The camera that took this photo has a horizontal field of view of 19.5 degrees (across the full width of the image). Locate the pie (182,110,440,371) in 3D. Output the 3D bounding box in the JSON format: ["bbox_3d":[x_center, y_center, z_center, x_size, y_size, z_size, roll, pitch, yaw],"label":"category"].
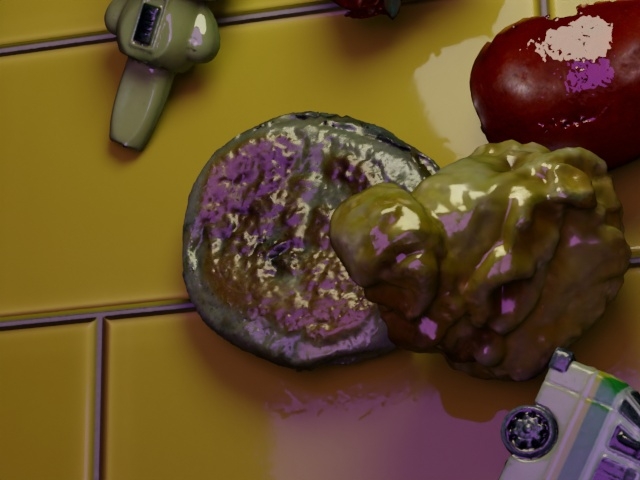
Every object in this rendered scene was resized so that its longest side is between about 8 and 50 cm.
[{"bbox_3d":[-0.007,-0.002,1.945,0.302,0.067,0.303,-5,69,13],"label":"pie"}]

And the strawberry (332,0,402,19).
[{"bbox_3d":[0.067,-0.343,2.002,0.184,0.187,0.201,5,35,-24],"label":"strawberry"}]

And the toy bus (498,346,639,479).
[{"bbox_3d":[0.234,0.258,1.748,0.164,0.133,0.276,23,79,22],"label":"toy bus"}]

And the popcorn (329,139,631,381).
[{"bbox_3d":[0.161,0.030,1.808,0.286,0.174,0.225,-16,110,-14],"label":"popcorn"}]

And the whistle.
[{"bbox_3d":[-0.163,-0.250,2.065,0.141,0.141,0.294,22,109,21],"label":"whistle"}]

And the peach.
[{"bbox_3d":[0.286,-0.151,1.877,0.267,0.159,0.154,-10,74,10],"label":"peach"}]
